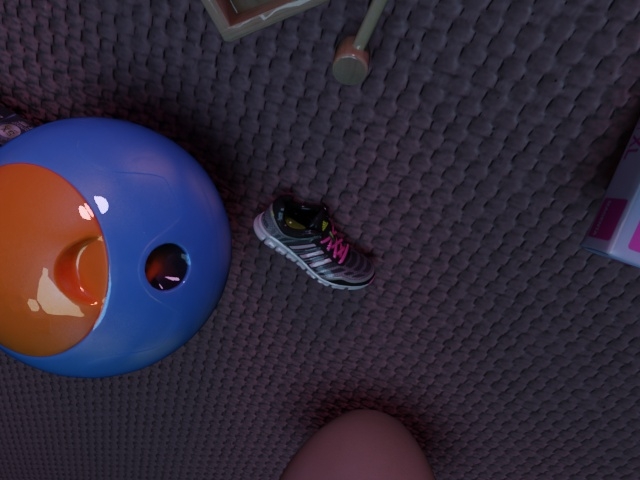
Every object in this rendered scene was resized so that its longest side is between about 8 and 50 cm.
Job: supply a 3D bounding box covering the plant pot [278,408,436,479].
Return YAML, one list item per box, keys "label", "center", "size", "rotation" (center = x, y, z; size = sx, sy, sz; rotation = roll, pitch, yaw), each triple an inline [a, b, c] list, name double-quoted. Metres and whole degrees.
- label: "plant pot"
  center: [0.073, 0.399, 0.878]
  size: [0.283, 0.191, 0.284]
  rotation: [9, 131, 11]

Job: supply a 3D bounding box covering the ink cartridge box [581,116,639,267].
- label: "ink cartridge box"
  center: [0.417, -0.023, 0.453]
  size: [0.310, 0.065, 0.186]
  rotation: [20, 99, -1]

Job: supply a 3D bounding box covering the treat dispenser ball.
- label: "treat dispenser ball"
  center: [-0.245, 0.007, 0.599]
  size: [0.287, 0.288, 0.288]
  rotation: [9, 130, 11]

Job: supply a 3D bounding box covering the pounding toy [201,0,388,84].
- label: "pounding toy"
  center: [-0.007, -0.242, 0.452]
  size: [0.180, 0.094, 0.206]
  rotation: [-14, 132, 21]

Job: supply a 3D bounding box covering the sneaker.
- label: "sneaker"
  center: [0.000, 0.000, 0.659]
  size: [0.170, 0.063, 0.075]
  rotation: [31, 137, -2]

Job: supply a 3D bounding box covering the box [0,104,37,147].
- label: "box"
  center: [-0.448, -0.104, 0.669]
  size: [0.180, 0.077, 0.148]
  rotation: [31, 116, 5]
